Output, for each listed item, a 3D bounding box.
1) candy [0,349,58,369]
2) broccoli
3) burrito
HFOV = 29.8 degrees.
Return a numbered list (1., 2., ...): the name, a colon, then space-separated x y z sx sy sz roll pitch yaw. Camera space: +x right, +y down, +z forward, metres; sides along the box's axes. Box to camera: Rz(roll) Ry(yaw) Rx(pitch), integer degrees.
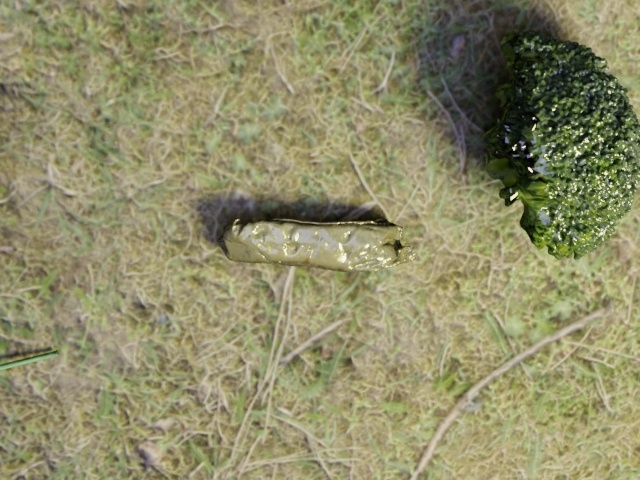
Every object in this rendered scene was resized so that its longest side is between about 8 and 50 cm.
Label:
1. candy: -0.387 0.149 1.351 0.184 0.049 0.056 -14 67 -12
2. broccoli: 0.257 -0.109 1.313 0.226 0.198 0.176 39 136 8
3. burrito: 0.000 0.002 1.362 0.229 0.058 0.063 3 106 -10
